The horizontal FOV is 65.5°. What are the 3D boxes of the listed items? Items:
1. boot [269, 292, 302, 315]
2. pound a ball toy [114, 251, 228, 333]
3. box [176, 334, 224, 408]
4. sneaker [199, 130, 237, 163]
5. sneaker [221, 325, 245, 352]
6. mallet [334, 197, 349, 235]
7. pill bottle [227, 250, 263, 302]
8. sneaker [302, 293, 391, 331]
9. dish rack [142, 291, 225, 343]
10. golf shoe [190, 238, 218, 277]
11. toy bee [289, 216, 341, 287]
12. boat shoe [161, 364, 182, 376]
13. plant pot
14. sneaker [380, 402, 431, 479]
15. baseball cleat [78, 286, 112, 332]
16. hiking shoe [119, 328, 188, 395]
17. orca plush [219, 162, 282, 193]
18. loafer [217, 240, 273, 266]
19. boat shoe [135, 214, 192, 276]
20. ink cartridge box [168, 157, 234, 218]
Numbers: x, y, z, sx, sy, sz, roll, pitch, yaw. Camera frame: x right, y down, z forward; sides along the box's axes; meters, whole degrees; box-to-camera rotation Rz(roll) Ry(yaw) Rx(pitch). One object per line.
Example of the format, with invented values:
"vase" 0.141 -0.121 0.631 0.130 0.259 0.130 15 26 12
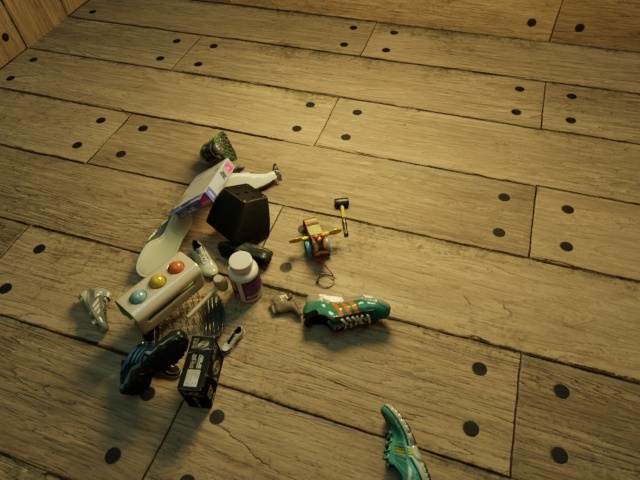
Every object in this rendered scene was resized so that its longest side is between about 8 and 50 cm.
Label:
"boot" -0.128 0.240 1.769 0.087 0.042 0.118 -27 53 -10
"pound a ball toy" -0.500 0.172 1.692 0.208 0.136 0.319 33 58 26
"box" -0.374 0.414 1.568 0.077 0.147 0.180 3 50 6
"sneaker" -0.451 -0.383 2.175 0.146 0.134 0.343 -28 11 -4
"sneaker" -0.302 0.335 1.696 0.040 0.044 0.109 26 59 20
"mallet" 0.104 -0.100 2.034 0.062 0.039 0.190 -13 55 -3
"pill bottle" -0.269 0.127 1.766 0.108 0.193 0.108 -1 51 2
"sneaker" 0.087 0.260 1.699 0.302 0.108 0.121 0 51 14
"dish rack" -0.474 0.270 1.740 0.271 0.074 0.208 -11 52 -5
"golf shoe" -0.452 0.067 1.897 0.069 0.086 0.176 -31 57 -23
"toy bee" 0.000 0.000 1.876 0.195 0.162 0.298 -30 55 -21
"boat shoe" -0.517 0.413 1.648 0.125 0.038 0.046 22 56 20
"plant pot" -0.308 -0.117 1.939 0.187 0.167 0.188 35 34 30
"sneaker" 0.224 0.598 1.416 0.110 0.107 0.275 -20 52 -1
"baseball cleat" -0.789 0.237 1.788 0.109 0.072 0.206 -31 59 -28
"hiking shoe" -0.540 0.358 1.567 0.304 0.113 0.132 -41 53 16
"orca plush" -0.319 -0.265 2.152 0.287 0.151 0.102 -31 23 -14
"loafer" -0.290 0.043 1.919 0.223 0.076 0.078 14 37 16
"boat shoe" -0.622 0.015 1.964 0.099 0.116 0.319 -14 41 52
"ink cartridge box" -0.469 -0.197 1.979 0.185 0.065 0.311 -23 28 28
